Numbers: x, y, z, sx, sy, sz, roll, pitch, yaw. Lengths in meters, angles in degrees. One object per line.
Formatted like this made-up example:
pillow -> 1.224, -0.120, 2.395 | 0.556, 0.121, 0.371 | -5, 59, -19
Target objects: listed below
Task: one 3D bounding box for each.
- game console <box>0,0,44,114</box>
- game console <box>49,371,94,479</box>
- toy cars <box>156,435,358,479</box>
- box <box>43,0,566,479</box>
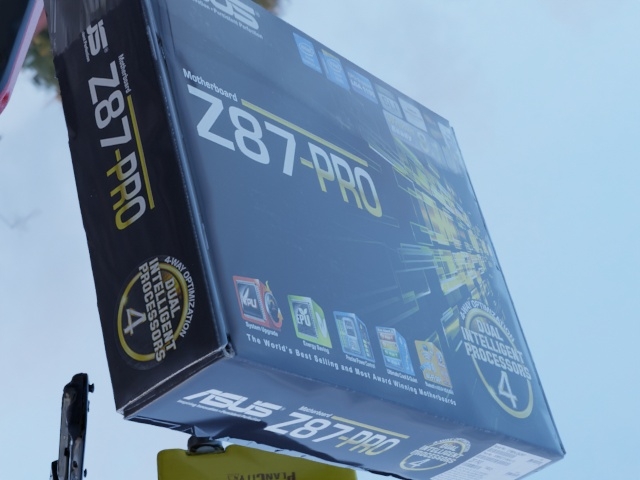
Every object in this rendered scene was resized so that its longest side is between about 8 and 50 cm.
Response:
game console -> -0.402, -0.282, 1.026 | 0.060, 0.387, 0.341 | 130, -25, -51
game console -> -0.318, 0.334, 1.650 | 0.044, 0.361, 0.213 | -3, -139, -18
toy cars -> -0.128, 0.298, 1.144 | 0.176, 0.087, 0.394 | 35, -126, 24
box -> 0.000, 0.000, 0.893 | 0.097, 0.395, 0.318 | -34, -125, 26
